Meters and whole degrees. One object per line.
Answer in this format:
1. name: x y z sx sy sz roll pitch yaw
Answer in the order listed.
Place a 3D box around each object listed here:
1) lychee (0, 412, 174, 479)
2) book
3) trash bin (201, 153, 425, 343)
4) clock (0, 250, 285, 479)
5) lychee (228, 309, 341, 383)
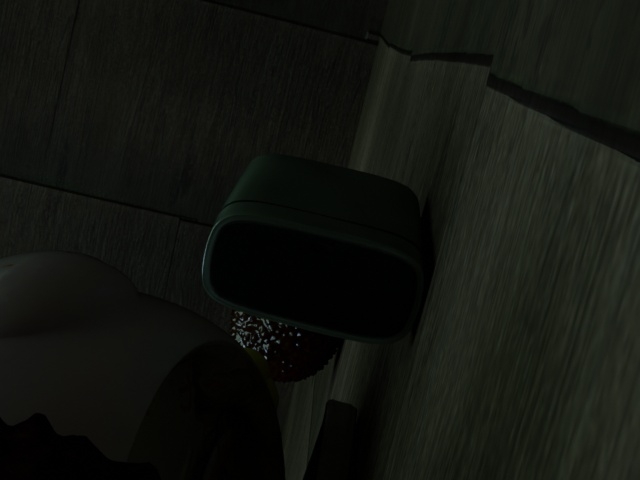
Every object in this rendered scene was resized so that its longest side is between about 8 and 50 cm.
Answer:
1. lychee: -0.119 0.196 0.341 0.304 0.276 0.275 40 123 50
2. book: -0.021 0.267 0.799 0.269 0.025 0.191 105 178 -48
3. trash bin: 0.000 0.000 0.618 0.130 0.116 0.059 -78 3 -70
4. clock: -0.195 0.199 0.662 0.377 0.251 0.368 -34 -58 -68
5. lychee: -0.033 0.089 1.173 0.123 0.123 0.129 -78 14 -45
